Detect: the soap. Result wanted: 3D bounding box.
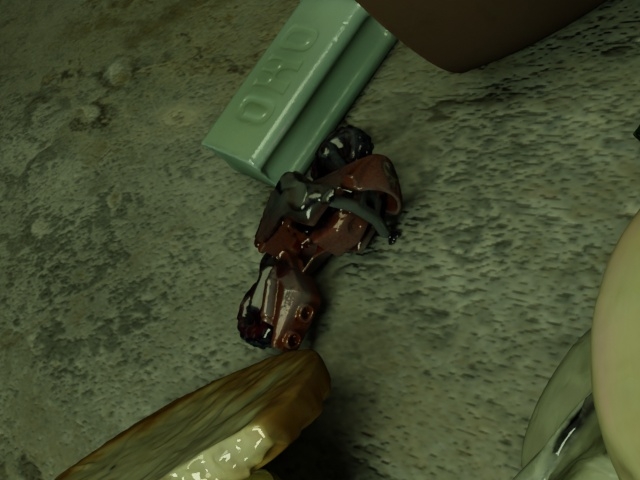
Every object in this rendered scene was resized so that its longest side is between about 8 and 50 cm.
[{"bbox_3d":[-0.023,-0.153,1.010,0.198,0.066,0.119,-56,38,-7],"label":"soap"}]

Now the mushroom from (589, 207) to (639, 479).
[{"bbox_3d":[0.242,0.072,0.294,0.325,0.353,0.353,-1,59,52],"label":"mushroom"}]

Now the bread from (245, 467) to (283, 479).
[{"bbox_3d":[-0.098,0.243,0.723,0.245,0.094,0.102,-27,33,29],"label":"bread"}]

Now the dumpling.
[{"bbox_3d":[0.168,0.091,0.498,0.247,0.172,0.142,-48,50,2],"label":"dumpling"}]

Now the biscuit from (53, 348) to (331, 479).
[{"bbox_3d":[-0.104,0.158,0.764,0.309,0.040,0.204,-27,6,32],"label":"biscuit"}]

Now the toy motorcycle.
[{"bbox_3d":[0.000,0.000,0.837,0.118,0.084,0.212,20,82,52],"label":"toy motorcycle"}]

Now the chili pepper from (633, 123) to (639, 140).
[{"bbox_3d":[0.280,-0.061,0.603,0.108,0.062,0.216,-48,35,16],"label":"chili pepper"}]

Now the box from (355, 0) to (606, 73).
[{"bbox_3d":[0.120,-0.294,0.792,0.216,0.301,0.301,-36,38,28],"label":"box"}]
